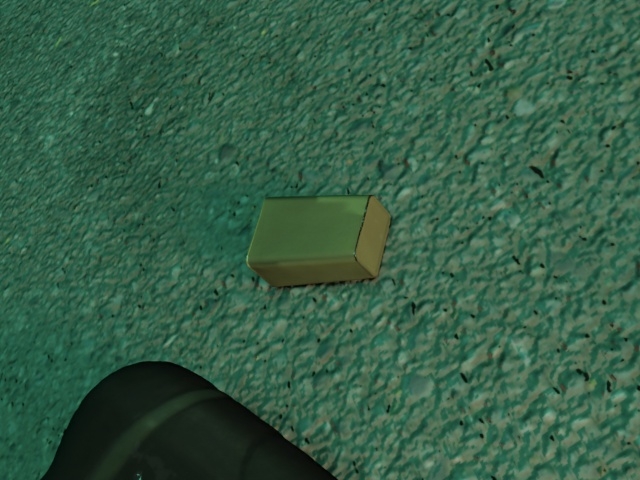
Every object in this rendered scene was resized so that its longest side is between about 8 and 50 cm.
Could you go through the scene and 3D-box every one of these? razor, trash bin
[{"bbox_3d":[-0.055,0.217,0.563,0.349,0.113,0.204,31,82,43],"label":"razor"},{"bbox_3d":[0.000,0.000,0.727,0.092,0.043,0.061,-2,60,32],"label":"trash bin"}]
